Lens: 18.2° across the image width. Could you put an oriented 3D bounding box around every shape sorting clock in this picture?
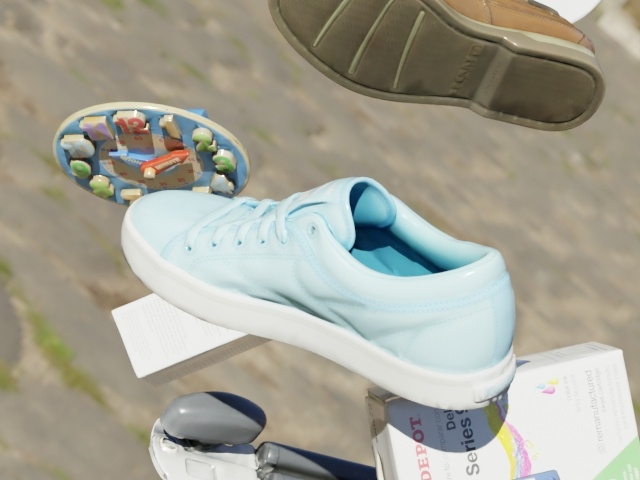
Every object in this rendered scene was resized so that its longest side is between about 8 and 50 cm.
[{"bbox_3d":[-0.175,-0.081,2.069,0.206,0.206,0.040,32,50,-31],"label":"shape sorting clock"}]

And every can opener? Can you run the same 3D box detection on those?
[{"bbox_3d":[-0.027,0.211,1.878,0.283,0.095,0.076,16,39,-26],"label":"can opener"}]

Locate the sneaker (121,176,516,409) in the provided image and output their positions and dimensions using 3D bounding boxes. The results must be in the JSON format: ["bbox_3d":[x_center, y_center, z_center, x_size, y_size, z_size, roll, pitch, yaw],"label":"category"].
[{"bbox_3d":[0.000,0.000,1.591,0.366,0.150,0.135,19,33,25],"label":"sneaker"}]

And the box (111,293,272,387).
[{"bbox_3d":[-0.148,0.100,2.402,0.130,0.170,0.091,70,-2,-79],"label":"box"}]

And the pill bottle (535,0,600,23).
[{"bbox_3d":[0.195,-0.314,1.905,0.188,0.188,0.334,37,19,-13],"label":"pill bottle"}]

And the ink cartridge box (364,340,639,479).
[{"bbox_3d":[0.157,0.183,1.685,0.093,0.212,0.154,-166,-115,-81],"label":"ink cartridge box"}]

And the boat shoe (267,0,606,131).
[{"bbox_3d":[0.089,-0.178,1.663,0.307,0.110,0.104,20,35,-24],"label":"boat shoe"}]
